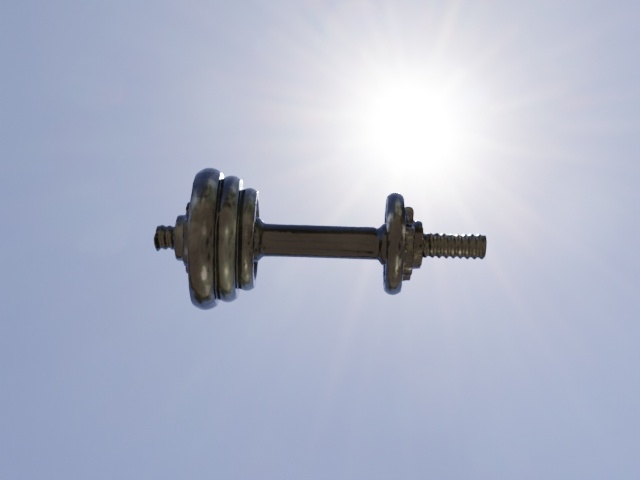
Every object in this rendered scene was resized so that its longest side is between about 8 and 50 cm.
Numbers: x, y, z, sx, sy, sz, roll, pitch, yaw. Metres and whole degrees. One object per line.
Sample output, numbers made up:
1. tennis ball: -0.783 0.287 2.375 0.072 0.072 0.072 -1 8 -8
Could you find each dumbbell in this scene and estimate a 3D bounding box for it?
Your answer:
1. dumbbell: 0.000 0.000 0.972 0.254 0.110 0.110 1 -68 1
